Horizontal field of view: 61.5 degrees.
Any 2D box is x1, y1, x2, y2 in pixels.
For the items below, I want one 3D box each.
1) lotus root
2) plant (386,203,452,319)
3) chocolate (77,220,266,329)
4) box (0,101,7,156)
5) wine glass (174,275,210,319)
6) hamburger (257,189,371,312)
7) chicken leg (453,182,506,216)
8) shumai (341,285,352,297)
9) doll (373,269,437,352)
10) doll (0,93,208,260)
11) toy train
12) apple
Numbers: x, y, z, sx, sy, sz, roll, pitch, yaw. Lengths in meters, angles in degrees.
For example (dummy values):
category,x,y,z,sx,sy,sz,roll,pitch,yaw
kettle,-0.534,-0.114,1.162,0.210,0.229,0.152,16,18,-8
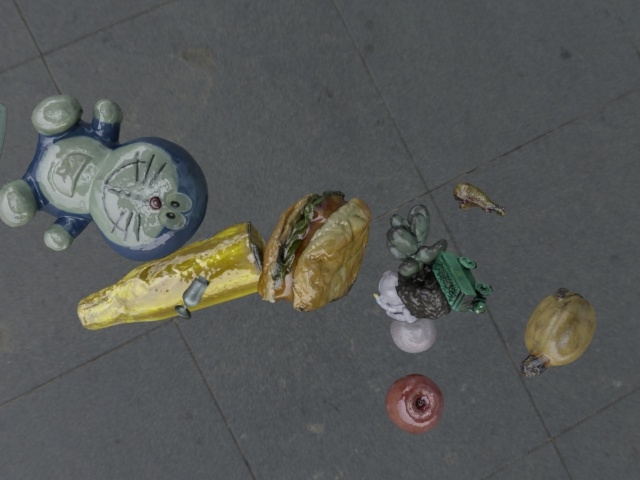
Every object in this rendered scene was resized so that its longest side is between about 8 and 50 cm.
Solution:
category,x,y,z,sx,sy,sz,roll,pitch,yaw
lotus root,0.714,0.294,1.642,0.183,0.183,0.310,43,69,-3
plant,0.242,0.056,1.305,0.149,0.146,0.274,-6,117,30
chocolate,-0.324,0.094,1.187,0.446,0.162,0.162,-18,89,5
box,-0.638,-0.188,0.878,0.210,0.129,0.147,13,77,-48
wine glass,-0.244,0.109,1.033,0.039,0.042,0.083,28,107,-32
hamburger,0.003,-0.002,1.091,0.162,0.330,0.208,21,107,21
chicken leg,0.478,-0.114,1.625,0.178,0.093,0.070,29,44,32
shumai,-0.009,0.074,1.438,0.184,0.218,0.185,-10,81,-3
doll,0.257,0.211,1.628,0.151,0.151,0.287,-29,118,-7
doll,-0.296,-0.076,0.780,0.259,0.154,0.228,22,88,3
toy train,0.310,0.093,1.199,0.100,0.172,0.070,9,124,-17
apple,0.248,0.425,1.407,0.154,0.120,0.153,1,77,-4
